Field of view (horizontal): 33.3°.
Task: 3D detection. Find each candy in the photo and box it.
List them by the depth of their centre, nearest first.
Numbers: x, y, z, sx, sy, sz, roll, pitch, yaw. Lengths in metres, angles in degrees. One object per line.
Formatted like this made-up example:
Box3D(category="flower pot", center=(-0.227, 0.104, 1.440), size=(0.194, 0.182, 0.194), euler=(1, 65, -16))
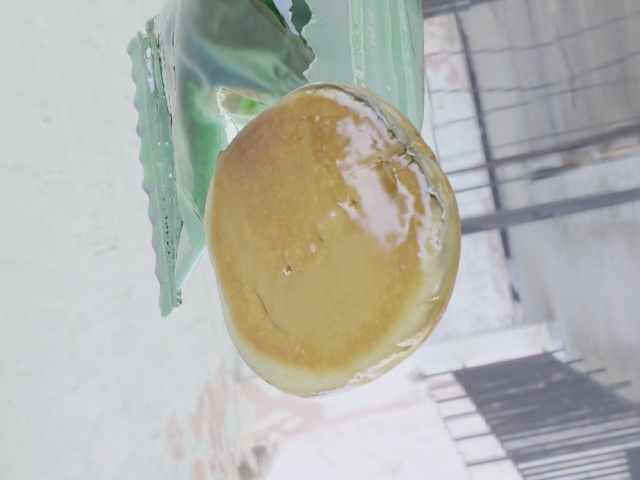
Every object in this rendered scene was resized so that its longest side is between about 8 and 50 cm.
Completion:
Box3D(category="candy", center=(-0.057, -0.119, 0.765), size=(0.398, 0.172, 0.262), euler=(-31, 53, 51))

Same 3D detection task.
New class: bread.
Box3D(category="bread", center=(0.000, 0.000, 0.371), size=(0.024, 0.110, 0.110), euler=(10, -115, -52))
